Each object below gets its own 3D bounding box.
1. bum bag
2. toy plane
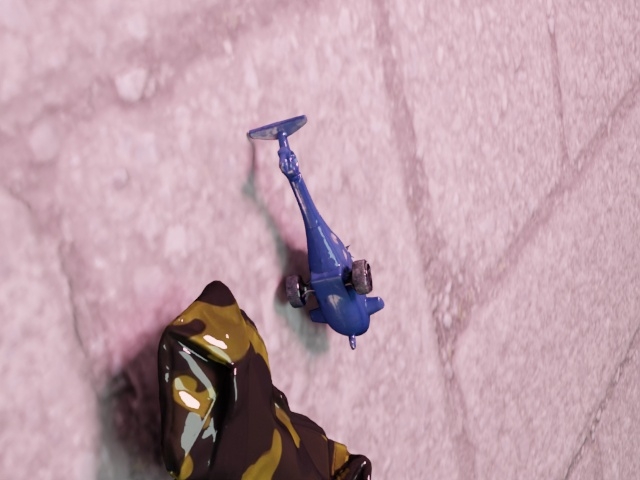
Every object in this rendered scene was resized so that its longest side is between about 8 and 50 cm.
[{"bbox_3d":[-0.034,0.116,0.541,0.232,0.060,0.106,58,39,-46],"label":"bum bag"},{"bbox_3d":[0.000,0.000,0.598,0.062,0.054,0.167,-86,159,-50],"label":"toy plane"}]
